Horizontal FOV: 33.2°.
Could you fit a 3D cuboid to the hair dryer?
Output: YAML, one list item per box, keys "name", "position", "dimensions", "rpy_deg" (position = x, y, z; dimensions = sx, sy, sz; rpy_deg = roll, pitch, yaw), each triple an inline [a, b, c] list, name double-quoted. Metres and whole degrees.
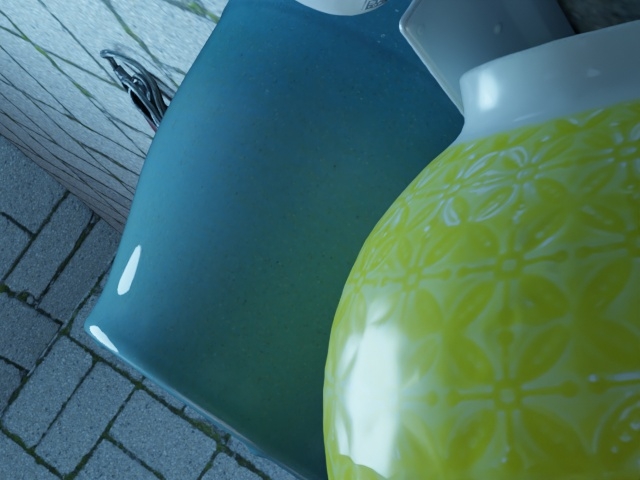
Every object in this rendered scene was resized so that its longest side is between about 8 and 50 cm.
- name: "hair dryer"
  position: [-0.123, -0.095, 1.193]
  dimensions: [0.223, 0.080, 0.293]
  rpy_deg: [57, 179, 22]

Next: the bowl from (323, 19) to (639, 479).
- name: "bowl"
  position: [0.126, -0.003, 0.426]
  dimensions: [0.289, 0.290, 0.156]
  rpy_deg: [174, 82, -75]

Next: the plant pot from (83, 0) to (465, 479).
- name: "plant pot"
  position: [0.000, 0.000, 0.653]
  dimensions: [0.272, 0.255, 0.271]
  rpy_deg: [34, 170, 7]

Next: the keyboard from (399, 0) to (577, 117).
- name: "keyboard"
  position: [0.119, -0.054, 0.538]
  dimensions: [0.014, 0.072, 0.256]
  rpy_deg: [30, 170, 46]

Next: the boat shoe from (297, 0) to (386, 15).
- name: "boat shoe"
  position: [-0.058, -0.185, 0.497]
  dimensions: [0.228, 0.080, 0.076]
  rpy_deg: [35, 153, 14]
